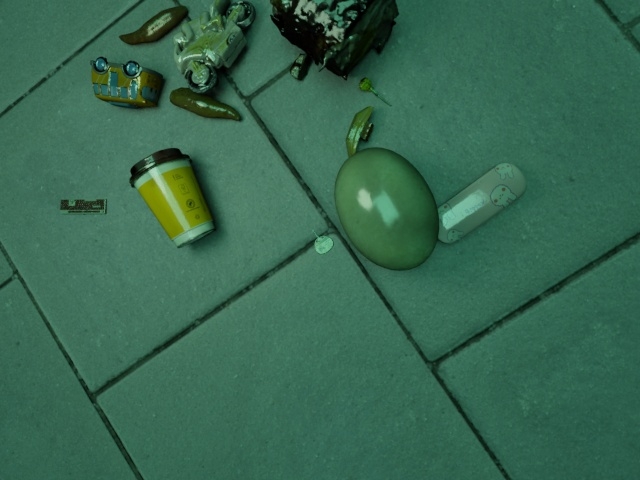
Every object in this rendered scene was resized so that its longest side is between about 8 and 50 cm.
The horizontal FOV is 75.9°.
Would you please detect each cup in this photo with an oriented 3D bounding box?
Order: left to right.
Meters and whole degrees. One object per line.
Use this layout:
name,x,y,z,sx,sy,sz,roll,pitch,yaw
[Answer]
cup,-0.444,-0.127,1.258,0.196,0.196,0.280,-26,94,7

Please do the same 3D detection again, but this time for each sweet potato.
sweet potato,-0.548,-0.695,1.343,0.255,0.058,0.078,-22,70,10
sweet potato,-0.368,-0.433,1.302,0.243,0.077,0.077,19,92,10

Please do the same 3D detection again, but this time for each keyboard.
keyboard,-0.803,-0.114,1.386,0.165,0.017,0.055,0,89,8

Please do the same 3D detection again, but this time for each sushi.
sushi,-0.064,-0.543,1.283,0.046,0.044,0.083,28,91,29
sushi,0.031,-0.639,1.137,0.294,0.299,0.281,44,110,5

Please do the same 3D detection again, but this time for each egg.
egg,0.179,-0.085,1.125,0.258,0.258,0.353,-22,88,7

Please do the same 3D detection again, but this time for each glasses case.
glasses case,0.447,-0.105,1.175,0.296,0.075,0.113,-37,86,7

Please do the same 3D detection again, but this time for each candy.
candy,0.168,-0.447,1.249,0.123,0.035,0.035,40,138,-2

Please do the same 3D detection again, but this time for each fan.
fan,-0.001,0.009,1.274,0.080,0.003,0.060,25,92,8

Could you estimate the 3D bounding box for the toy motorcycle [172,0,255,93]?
toy motorcycle,-0.351,-0.623,1.281,0.222,0.108,0.341,28,82,17

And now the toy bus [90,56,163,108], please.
toy bus,-0.620,-0.497,1.316,0.209,0.126,0.136,10,99,8

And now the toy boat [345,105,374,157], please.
toy boat,0.117,-0.322,1.237,0.066,0.065,0.172,21,95,-11

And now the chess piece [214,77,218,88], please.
chess piece,-0.377,-0.523,1.322,0.093,0.042,0.042,23,92,13
